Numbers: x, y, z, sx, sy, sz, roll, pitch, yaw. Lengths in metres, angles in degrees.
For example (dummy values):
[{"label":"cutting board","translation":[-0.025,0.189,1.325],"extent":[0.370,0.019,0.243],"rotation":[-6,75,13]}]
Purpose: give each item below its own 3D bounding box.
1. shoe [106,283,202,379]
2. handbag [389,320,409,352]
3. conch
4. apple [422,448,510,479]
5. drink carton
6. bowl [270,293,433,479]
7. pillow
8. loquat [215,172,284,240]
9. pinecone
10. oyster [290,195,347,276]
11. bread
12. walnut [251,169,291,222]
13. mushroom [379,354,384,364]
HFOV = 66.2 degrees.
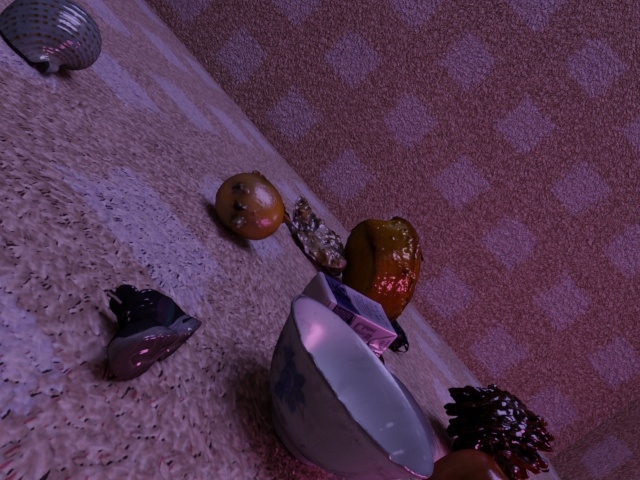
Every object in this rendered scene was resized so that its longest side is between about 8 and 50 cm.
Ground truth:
[{"label":"shoe","translation":[-0.209,0.094,0.573],"extent":[0.099,0.071,0.169],"rotation":[47,5,6]},{"label":"handbag","translation":[0.281,0.351,1.764],"extent":[0.139,0.072,0.115],"rotation":[47,7,-39]},{"label":"conch","translation":[-0.525,-0.419,0.983],"extent":[0.172,0.131,0.200],"rotation":[42,11,-39]},{"label":"apple","translation":[0.282,0.489,0.925],"extent":[0.181,0.168,0.181],"rotation":[46,4,-4]},{"label":"drink carton","translation":[0.068,0.189,1.219],"extent":[0.222,0.102,0.134],"rotation":[29,15,-26]},{"label":"bowl","translation":[0.013,0.244,0.735],"extent":[0.313,0.146,0.313],"rotation":[49,9,-10]},{"label":"pillow","translation":[0.181,0.391,1.115],"extent":[0.144,0.078,0.254],"rotation":[38,15,-47]},{"label":"loquat","translation":[-0.173,-0.078,1.185],"extent":[0.172,0.149,0.204],"rotation":[49,24,-10]},{"label":"pinecone","translation":[0.495,0.553,1.386],"extent":[0.298,0.242,0.296],"rotation":[17,29,-3]},{"label":"oyster","translation":[0.001,-0.001,1.757],"extent":[0.238,0.115,0.351],"rotation":[41,12,-40]},{"label":"bread","translation":[0.201,0.085,1.692],"extent":[0.204,0.336,0.358],"rotation":[14,34,-19]},{"label":"walnut","translation":[-0.176,-0.117,1.498],"extent":[0.167,0.087,0.211],"rotation":[49,9,-47]},{"label":"mushroom","translation":[0.127,0.302,1.317],"extent":[0.123,0.052,0.123],"rotation":[45,12,-12]}]
